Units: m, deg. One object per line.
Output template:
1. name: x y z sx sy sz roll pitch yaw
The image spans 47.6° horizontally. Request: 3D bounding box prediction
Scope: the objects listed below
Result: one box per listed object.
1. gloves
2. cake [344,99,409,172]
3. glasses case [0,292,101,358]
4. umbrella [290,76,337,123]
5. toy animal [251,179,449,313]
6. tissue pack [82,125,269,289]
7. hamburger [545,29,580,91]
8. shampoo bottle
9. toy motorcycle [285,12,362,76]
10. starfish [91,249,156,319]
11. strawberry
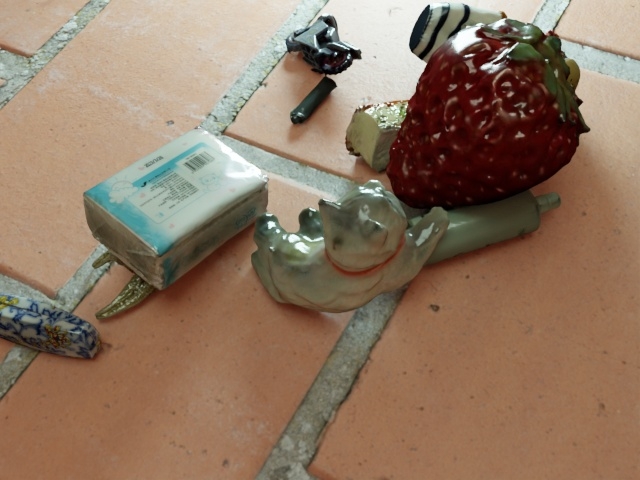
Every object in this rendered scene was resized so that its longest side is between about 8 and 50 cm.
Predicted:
1. gloves: 0.299 -0.392 1.464 0.219 0.131 0.140 20 54 -15
2. cake: 0.146 -0.202 1.394 0.220 0.116 0.086 -16 51 -44
3. glasses case: -0.488 0.141 1.225 0.248 0.087 0.065 12 47 16
4. umbrella: -0.014 -0.285 1.475 0.036 0.031 0.133 15 58 47
5. toy animal: 0.000 0.000 1.163 0.308 0.188 0.266 31 101 22
6. tissue pack: -0.246 -0.062 1.266 0.201 0.124 0.271 37 53 18
7. hamburger: 0.400 -0.294 1.350 0.175 0.175 0.137 -35 71 -15
8. shampoo bottle: 0.282 -0.033 1.234 0.263 0.085 0.085 -17 56 -4
9. toy motorcycle: 0.016 -0.409 1.523 0.122 0.080 0.215 -38 45 -8
10. starfish: -0.314 0.034 1.297 0.247 0.050 0.138 -33 56 -17
11. strawberry: 0.244 -0.192 1.207 0.345 0.295 0.317 -27 41 35
